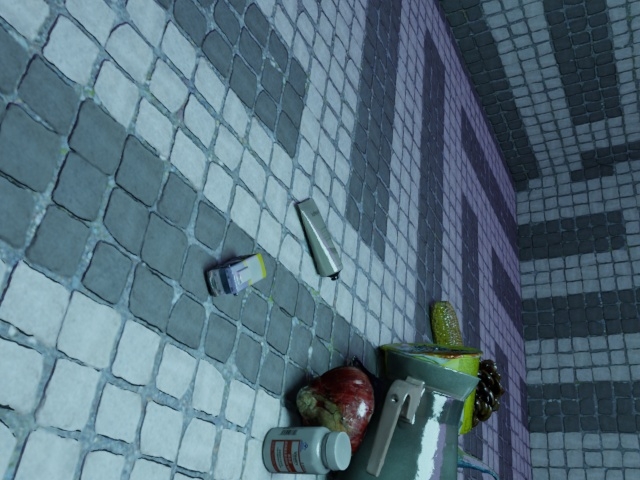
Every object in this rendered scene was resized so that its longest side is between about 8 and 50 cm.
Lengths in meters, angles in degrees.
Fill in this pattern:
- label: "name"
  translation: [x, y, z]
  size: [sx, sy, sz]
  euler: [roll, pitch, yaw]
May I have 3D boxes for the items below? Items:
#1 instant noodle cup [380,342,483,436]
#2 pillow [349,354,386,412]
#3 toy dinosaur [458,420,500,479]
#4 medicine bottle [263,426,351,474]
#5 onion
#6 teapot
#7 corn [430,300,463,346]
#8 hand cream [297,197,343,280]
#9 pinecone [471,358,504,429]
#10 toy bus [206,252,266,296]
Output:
- label: "instant noodle cup"
  translation: [0.278, 0.371, 1.524]
  size: [0.264, 0.264, 0.200]
  euler: [7, 85, -62]
- label: "pillow"
  translation: [0.111, 0.364, 1.390]
  size: [0.208, 0.055, 0.141]
  euler: [46, 42, -49]
- label: "toy dinosaur"
  translation: [0.264, 0.462, 1.373]
  size: [0.076, 0.363, 0.147]
  euler: [-139, -110, -81]
- label: "medicine bottle"
  translation: [-0.022, 0.364, 1.042]
  size: [0.079, 0.140, 0.079]
  euler: [28, 57, -57]
- label: "onion"
  translation: [0.018, 0.319, 1.139]
  size: [0.147, 0.184, 0.184]
  euler: [24, 52, -15]
- label: "teapot"
  translation: [0.169, 0.406, 1.196]
  size: [0.300, 0.253, 0.343]
  euler: [34, 71, -60]
- label: "corn"
  translation: [0.416, 0.333, 1.938]
  size: [0.101, 0.101, 0.291]
  euler: [-20, 98, -62]
- label: "hand cream"
  translation: [0.000, 0.000, 1.309]
  size: [0.186, 0.054, 0.087]
  euler: [69, 24, -7]
- label: "pinecone"
  translation: [0.411, 0.450, 1.774]
  size: [0.273, 0.224, 0.224]
  euler: [-18, 98, -45]
- label: "toy bus"
  translation: [-0.139, 0.057, 1.008]
  size: [0.102, 0.058, 0.052]
  euler: [-28, 106, -62]
